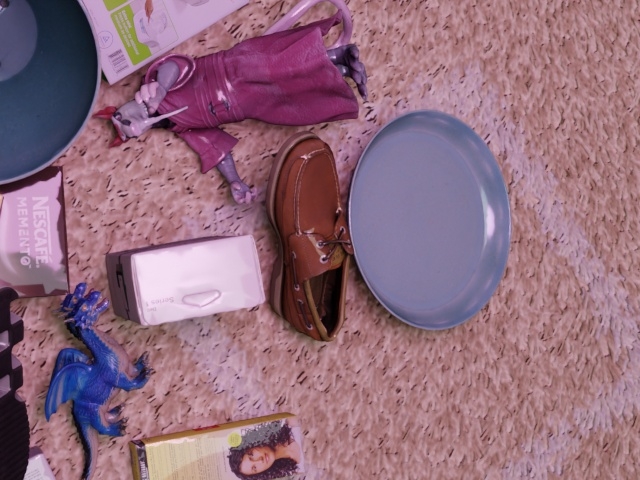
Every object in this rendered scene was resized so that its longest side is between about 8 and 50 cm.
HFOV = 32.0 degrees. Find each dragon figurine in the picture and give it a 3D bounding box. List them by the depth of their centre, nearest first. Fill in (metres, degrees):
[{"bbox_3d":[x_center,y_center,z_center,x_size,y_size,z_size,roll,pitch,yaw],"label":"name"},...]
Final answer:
[{"bbox_3d":[-0.314,0.193,1.460,0.144,0.085,0.289,22,105,-18],"label":"dragon figurine"}]

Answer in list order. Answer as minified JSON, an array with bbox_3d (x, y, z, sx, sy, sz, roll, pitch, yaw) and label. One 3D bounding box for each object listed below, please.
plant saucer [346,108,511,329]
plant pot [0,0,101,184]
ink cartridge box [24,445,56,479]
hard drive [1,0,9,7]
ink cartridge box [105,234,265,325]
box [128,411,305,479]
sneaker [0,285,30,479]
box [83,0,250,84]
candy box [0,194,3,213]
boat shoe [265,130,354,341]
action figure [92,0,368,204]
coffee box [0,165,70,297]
[{"bbox_3d":[0.153,-0.029,1.620,0.317,0.043,0.318,3,86,-38],"label":"plant saucer"},{"bbox_3d":[-0.412,-0.232,1.338,0.290,0.195,0.290,-4,112,-11],"label":"plant pot"},{"bbox_3d":[-0.386,0.394,1.438,0.153,0.087,0.208,-25,96,-18],"label":"ink cartridge box"},{"bbox_3d":[-0.410,-0.332,1.441,0.094,0.022,0.135,24,101,-43],"label":"hard drive"},{"bbox_3d":[-0.180,0.048,1.448,0.160,0.219,0.093,-10,92,-19],"label":"ink cartridge box"},{"bbox_3d":[-0.141,0.298,1.541,0.232,0.058,0.087,-9,92,-19],"label":"box"},{"bbox_3d":[-0.437,0.209,1.338,0.146,0.122,0.331,5,99,14],"label":"sneaker"},{"bbox_3d":[-0.247,-0.376,1.428,0.231,0.126,0.262,-36,129,-16],"label":"box"},{"bbox_3d":[-0.475,-0.016,1.308,0.186,0.053,0.109,11,83,-16],"label":"candy box"},{"bbox_3d":[0.000,0.000,1.491,0.110,0.104,0.307,-28,136,-29],"label":"boat shoe"},{"bbox_3d":[-0.128,-0.217,1.491,0.370,0.248,0.276,-11,53,6],"label":"action figure"},{"bbox_3d":[-0.473,-0.004,1.400,0.297,0.119,0.168,-4,89,-19],"label":"coffee box"}]
